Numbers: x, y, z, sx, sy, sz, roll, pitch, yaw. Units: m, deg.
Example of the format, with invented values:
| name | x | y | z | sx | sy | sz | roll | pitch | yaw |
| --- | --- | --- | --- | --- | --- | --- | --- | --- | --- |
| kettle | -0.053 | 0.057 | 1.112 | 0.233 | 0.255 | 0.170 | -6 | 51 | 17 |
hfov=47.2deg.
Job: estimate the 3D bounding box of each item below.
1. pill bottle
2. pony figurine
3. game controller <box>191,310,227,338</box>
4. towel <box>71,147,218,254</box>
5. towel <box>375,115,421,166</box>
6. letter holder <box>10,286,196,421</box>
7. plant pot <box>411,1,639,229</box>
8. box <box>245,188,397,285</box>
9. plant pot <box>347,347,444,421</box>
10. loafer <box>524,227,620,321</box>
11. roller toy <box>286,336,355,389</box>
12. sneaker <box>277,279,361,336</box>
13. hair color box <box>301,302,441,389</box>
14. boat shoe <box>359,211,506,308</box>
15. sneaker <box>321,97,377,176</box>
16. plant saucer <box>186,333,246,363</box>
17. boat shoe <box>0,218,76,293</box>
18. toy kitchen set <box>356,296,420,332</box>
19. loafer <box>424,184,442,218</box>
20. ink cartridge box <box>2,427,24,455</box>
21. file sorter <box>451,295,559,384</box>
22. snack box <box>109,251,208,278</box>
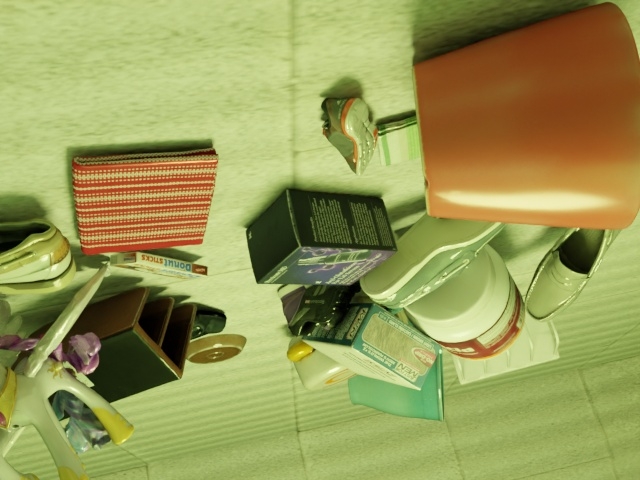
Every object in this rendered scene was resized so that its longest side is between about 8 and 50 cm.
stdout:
| name | x | y | z | sx | sy | sz | roll | pitch | yaw |
| --- | --- | --- | --- | --- | --- | --- | --- | --- | --- |
| pill bottle | 0.295 | 0.118 | 1.540 | 0.224 | 0.224 | 0.392 | -21 | 156 | 16 |
| pony figurine | -0.453 | 0.215 | 1.166 | 0.303 | 0.363 | 0.351 | -27 | -164 | 12 |
| game controller | -0.366 | 0.219 | 1.630 | 0.319 | 0.067 | 0.166 | -21 | 172 | 19 |
| towel | -0.261 | -0.053 | 1.090 | 0.199 | 0.031 | 0.275 | -6 | 155 | -18 |
| towel | 0.158 | -0.161 | 1.096 | 0.152 | 0.023 | 0.113 | -17 | 159 | 2 |
| letter holder | -0.417 | 0.191 | 1.445 | 0.302 | 0.214 | 0.152 | -21 | 124 | 19 |
| plant pot | 0.245 | -0.138 | 0.915 | 0.243 | 0.274 | 0.275 | -6 | 158 | 8 |
| box | 0.000 | 0.000 | 1.257 | 0.207 | 0.108 | 0.153 | 2 | 153 | -33 |
| plant pot | 0.210 | 0.363 | 2.038 | 0.255 | 0.271 | 0.271 | -2 | 159 | 10 |
| loafer | 0.521 | 0.048 | 1.538 | 0.111 | 0.112 | 0.319 | -22 | 141 | -52 |
| roller toy | 0.020 | 0.280 | 1.855 | 0.209 | 0.146 | 0.191 | -22 | 160 | -9 |
| sneaker | 0.037 | 0.115 | 1.517 | 0.107 | 0.124 | 0.283 | 10 | 147 | -44 |
| hair color box | 0.099 | 0.221 | 1.585 | 0.174 | 0.105 | 0.347 | 33 | 167 | -13 |
| boat shoe | 0.223 | 0.015 | 1.333 | 0.319 | 0.116 | 0.099 | -36 | 135 | 6 |
| sneaker | 0.037 | -0.150 | 1.017 | 0.065 | 0.061 | 0.158 | 21 | 156 | 21 |
| plant saucer | -0.266 | 0.277 | 1.842 | 0.169 | 0.029 | 0.168 | -12 | 157 | -5 |
| boat shoe | -0.514 | 0.022 | 1.045 | 0.302 | 0.113 | 0.103 | -8 | 136 | -11 |
| toy kitchen set | 0.212 | 0.180 | 1.766 | 0.207 | 0.122 | 0.166 | 9 | 148 | -42 |
| loafer | 0.201 | -0.087 | 1.245 | 0.050 | 0.056 | 0.148 | -9 | 147 | -8 |
| ink cartridge box | -0.677 | 0.286 | 1.353 | 0.283 | 0.117 | 0.207 | 33 | 140 | -11 |
| file sorter | 0.479 | 0.245 | 1.978 | 0.278 | 0.192 | 0.173 | -17 | 154 | 8 |
| snack box | -0.278 | 0.045 | 1.281 | 0.064 | 0.022 | 0.178 | -8 | 166 | 31 |
